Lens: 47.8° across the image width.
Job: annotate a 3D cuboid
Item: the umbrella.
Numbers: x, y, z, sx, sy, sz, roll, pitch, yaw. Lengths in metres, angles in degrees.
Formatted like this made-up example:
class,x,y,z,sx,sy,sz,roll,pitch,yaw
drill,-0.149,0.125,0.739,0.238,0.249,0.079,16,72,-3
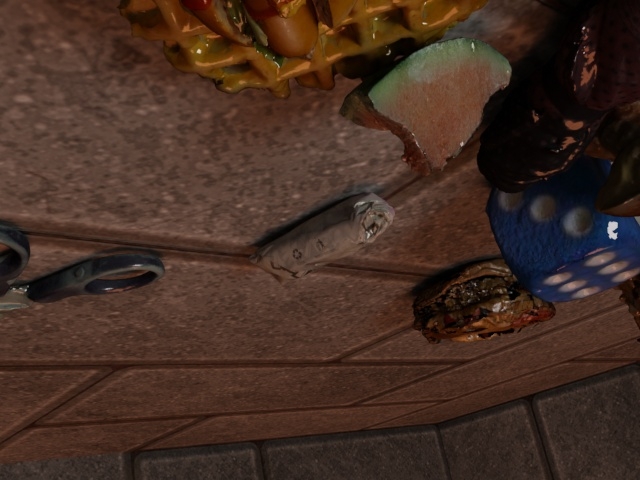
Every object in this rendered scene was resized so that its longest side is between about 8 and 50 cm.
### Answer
class,x,y,z,sx,sy,sz,roll,pitch,yaw
umbrella,0.222,-0.137,0.574,0.094,0.090,0.326,16,152,-9

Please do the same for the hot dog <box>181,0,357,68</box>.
class,x,y,z,sx,sy,sz,roll,pitch,yaw
hot dog,-0.049,-0.168,0.292,0.104,0.076,0.250,-9,138,16

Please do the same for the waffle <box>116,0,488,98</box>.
class,x,y,z,sx,sy,sz,roll,pitch,yaw
waffle,0.011,-0.169,0.442,0.245,0.052,0.254,4,153,-37

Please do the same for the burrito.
class,x,y,z,sx,sy,sz,roll,pitch,yaw
burrito,0.000,0.001,0.848,0.203,0.064,0.064,-27,154,35

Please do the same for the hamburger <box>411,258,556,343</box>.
class,x,y,z,sx,sy,sz,roll,pitch,yaw
hamburger,0.267,0.109,1.197,0.231,0.107,0.231,-13,162,-4

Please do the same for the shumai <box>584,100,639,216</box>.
class,x,y,z,sx,sy,sz,roll,pitch,yaw
shumai,0.326,-0.094,0.664,0.161,0.153,0.209,4,158,-20

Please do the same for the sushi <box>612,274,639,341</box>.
class,x,y,z,sx,sy,sz,roll,pitch,yaw
sushi,0.574,-0.006,0.954,0.417,0.176,0.417,-16,159,-6

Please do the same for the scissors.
class,x,y,z,sx,sy,sz,roll,pitch,yaw
scissors,-0.397,0.076,0.873,0.383,0.029,0.256,-25,155,32

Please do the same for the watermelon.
class,x,y,z,sx,sy,sz,roll,pitch,yaw
watermelon,0.076,-0.106,0.529,0.155,0.080,0.101,-42,-162,-25

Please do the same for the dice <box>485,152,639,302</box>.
class,x,y,z,sx,sy,sz,roll,pitch,yaw
dice,0.289,-0.021,0.830,0.146,0.146,0.143,-31,149,33
